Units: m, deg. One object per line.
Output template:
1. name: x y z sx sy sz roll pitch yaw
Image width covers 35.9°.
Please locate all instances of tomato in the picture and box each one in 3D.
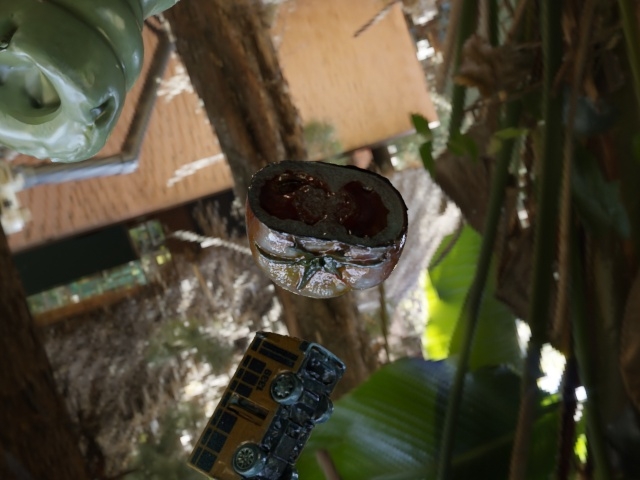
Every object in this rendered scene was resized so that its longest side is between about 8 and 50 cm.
1. tomato: 0.000 0.000 1.315 0.214 0.181 0.155 12 135 -3

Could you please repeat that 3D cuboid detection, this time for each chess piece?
1. chess piece: -0.242 -0.298 1.127 0.234 0.234 0.442 -17 -139 37

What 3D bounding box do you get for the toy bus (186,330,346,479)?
1. toy bus: -0.059 0.192 1.092 0.103 0.182 0.091 18 165 39
